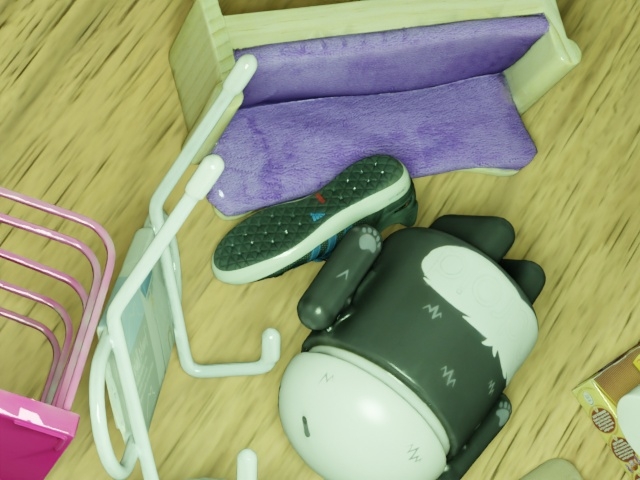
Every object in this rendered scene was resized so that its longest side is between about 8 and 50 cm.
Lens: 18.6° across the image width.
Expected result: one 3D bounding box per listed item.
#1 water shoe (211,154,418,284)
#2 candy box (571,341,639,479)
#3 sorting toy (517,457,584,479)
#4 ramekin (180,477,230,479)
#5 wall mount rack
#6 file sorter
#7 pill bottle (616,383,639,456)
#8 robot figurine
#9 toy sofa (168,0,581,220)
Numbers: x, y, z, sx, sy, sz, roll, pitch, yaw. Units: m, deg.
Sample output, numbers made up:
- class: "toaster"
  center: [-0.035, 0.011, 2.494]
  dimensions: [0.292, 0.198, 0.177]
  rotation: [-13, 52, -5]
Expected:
- class: "water shoe"
  center: [0.000, 0.000, 1.803]
  dimensions: [0.203, 0.080, 0.073]
  rotation: [-27, 43, -1]
- class: "candy box"
  center: [0.338, 0.188, 1.860]
  dimensions: [0.109, 0.053, 0.186]
  rotation: [-32, 83, -23]
- class: "sorting toy"
  center: [0.216, 0.319, 1.766]
  dimensions: [0.193, 0.038, 0.208]
  rotation: [-26, 78, -43]
- class: "ramekin"
  center: [-0.096, 0.321, 1.613]
  dimensions: [0.273, 0.127, 0.273]
  rotation: [6, 59, -11]
- class: "wall mount rack"
  center: [-0.106, 0.031, 1.603]
  dimensions: [0.130, 0.350, 0.304]
  rotation: [-5, 117, 7]
- class: "file sorter"
  center: [-0.295, 0.082, 1.573]
  dimensions: [0.202, 0.290, 0.182]
  rotation: [19, 66, -10]
- class: "pill bottle"
  center: [0.368, 0.128, 1.801]
  dimensions: [0.193, 0.108, 0.108]
  rotation: [-32, 84, -26]
- class: "robot figurine"
  center: [0.082, 0.100, 1.748]
  dimensions: [0.209, 0.173, 0.278]
  rotation: [35, 66, 8]
- class: "toy sofa"
  center: [0.053, -0.145, 1.826]
  dimensions: [0.362, 0.150, 0.177]
  rotation: [-9, 75, -20]
